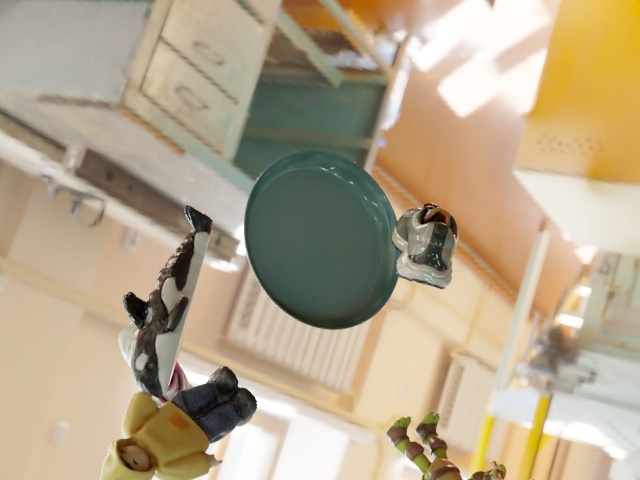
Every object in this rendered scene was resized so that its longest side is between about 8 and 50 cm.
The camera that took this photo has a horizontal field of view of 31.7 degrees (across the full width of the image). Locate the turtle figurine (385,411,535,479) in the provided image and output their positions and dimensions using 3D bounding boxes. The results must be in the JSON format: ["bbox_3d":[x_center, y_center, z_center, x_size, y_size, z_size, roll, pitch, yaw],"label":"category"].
[{"bbox_3d":[0.220,0.402,1.953,0.270,0.217,0.087,-11,137,-24],"label":"turtle figurine"}]

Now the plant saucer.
[{"bbox_3d":[0.000,0.000,1.941,0.318,0.317,0.044,23,157,-26],"label":"plant saucer"}]

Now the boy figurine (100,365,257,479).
[{"bbox_3d":[-0.235,0.295,1.741,0.177,0.285,0.092,50,133,14],"label":"boy figurine"}]

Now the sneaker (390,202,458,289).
[{"bbox_3d":[0.173,-0.010,1.754,0.100,0.108,0.271,17,-165,-4],"label":"sneaker"}]

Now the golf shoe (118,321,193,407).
[{"bbox_3d":[-0.308,0.303,2.233,0.306,0.115,0.140,67,170,-29],"label":"golf shoe"}]

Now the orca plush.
[{"bbox_3d":[-0.242,0.083,1.675,0.102,0.287,0.151,15,172,-3],"label":"orca plush"}]
